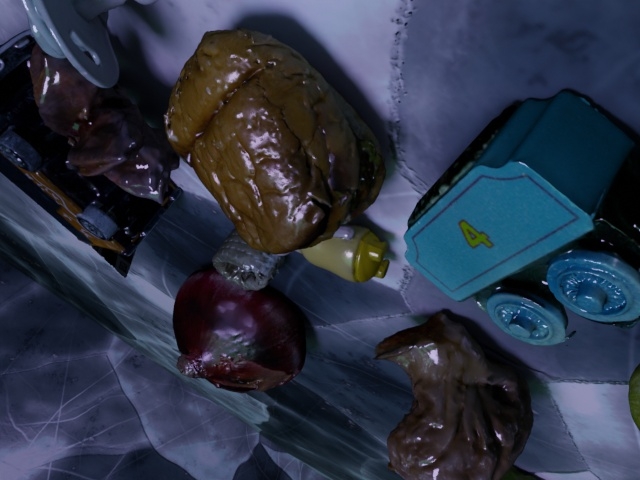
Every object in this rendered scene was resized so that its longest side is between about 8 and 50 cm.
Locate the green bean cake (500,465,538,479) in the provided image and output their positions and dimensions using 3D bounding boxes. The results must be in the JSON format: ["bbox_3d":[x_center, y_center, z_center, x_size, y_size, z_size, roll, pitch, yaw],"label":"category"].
[{"bbox_3d":[0.310,0.538,0.941,0.222,0.248,0.125,20,151,29],"label":"green bean cake"}]

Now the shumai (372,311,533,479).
[{"bbox_3d":[0.154,0.185,0.629,0.166,0.206,0.176,-8,111,44],"label":"shumai"}]

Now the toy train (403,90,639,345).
[{"bbox_3d":[0.156,-0.009,0.381,0.154,0.107,0.198,40,153,3],"label":"toy train"}]

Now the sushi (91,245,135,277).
[{"bbox_3d":[-0.354,-0.052,0.838,0.031,0.139,0.201,-21,130,16],"label":"sushi"}]

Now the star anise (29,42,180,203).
[{"bbox_3d":[-0.224,-0.126,0.556,0.229,0.093,0.236,54,179,29],"label":"star anise"}]

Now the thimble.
[{"bbox_3d":[-0.102,0.028,0.746,0.109,0.062,0.084,7,143,41],"label":"thimble"}]

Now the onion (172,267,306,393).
[{"bbox_3d":[-0.164,0.182,0.922,0.271,0.195,0.272,21,137,21],"label":"onion"}]

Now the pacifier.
[{"bbox_3d":[-0.184,-0.207,0.418,0.116,0.151,0.127,-17,157,9],"label":"pacifier"}]

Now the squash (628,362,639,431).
[{"bbox_3d":[0.393,0.117,0.325,0.118,0.118,0.370,44,148,-21],"label":"squash"}]

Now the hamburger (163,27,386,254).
[{"bbox_3d":[-0.048,-0.075,0.459,0.206,0.130,0.183,43,148,-15],"label":"hamburger"}]

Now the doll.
[{"bbox_3d":[0.000,0.000,0.596,0.162,0.062,0.106,19,153,21],"label":"doll"}]

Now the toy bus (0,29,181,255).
[{"bbox_3d":[-0.343,-0.118,0.684,0.167,0.139,0.275,9,146,41],"label":"toy bus"}]
